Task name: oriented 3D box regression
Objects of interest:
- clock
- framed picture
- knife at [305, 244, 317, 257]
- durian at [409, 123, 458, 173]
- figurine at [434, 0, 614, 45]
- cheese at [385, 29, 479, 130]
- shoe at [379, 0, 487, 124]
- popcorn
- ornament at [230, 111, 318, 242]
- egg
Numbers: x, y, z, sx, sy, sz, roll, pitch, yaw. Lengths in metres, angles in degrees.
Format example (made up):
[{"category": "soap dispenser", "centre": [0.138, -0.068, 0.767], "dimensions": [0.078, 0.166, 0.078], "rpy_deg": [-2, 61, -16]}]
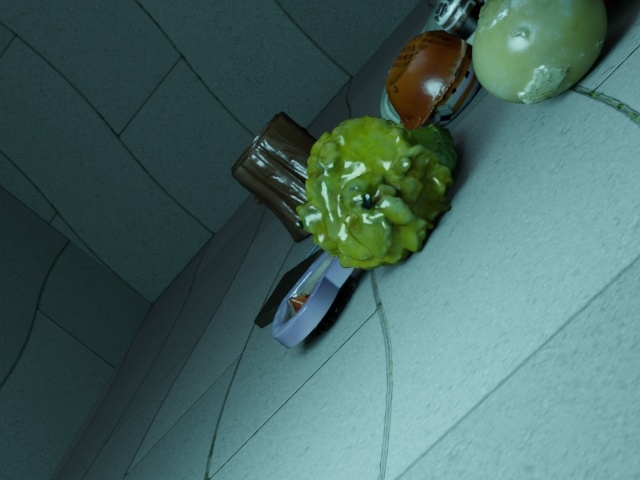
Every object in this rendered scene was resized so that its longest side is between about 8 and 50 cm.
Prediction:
[{"category": "clock", "centre": [-0.005, 0.092, 1.790], "dimensions": [0.198, 0.064, 0.172], "rpy_deg": [-56, 11, -31]}, {"category": "framed picture", "centre": [-0.055, 0.090, 2.174], "dimensions": [0.128, 0.023, 0.168], "rpy_deg": [-57, 11, -31]}, {"category": "knife", "centre": [0.000, 0.000, 2.320], "dimensions": [0.091, 0.005, 0.014], "rpy_deg": [-49, 7, 12]}, {"category": "durian", "centre": [0.147, -0.122, 1.822], "dimensions": [0.139, 0.101, 0.250], "rpy_deg": [-15, 12, 1]}, {"category": "figurine", "centre": [0.340, -0.392, 1.636], "dimensions": [0.320, 0.196, 0.323], "rpy_deg": [-5, -41, -43]}, {"category": "cheese", "centre": [0.180, -0.245, 2.059], "dimensions": [0.329, 0.129, 0.217], "rpy_deg": [-65, 16, -13]}, {"category": "shoe", "centre": [0.232, -0.364, 2.287], "dimensions": [0.363, 0.132, 0.160], "rpy_deg": [-56, 5, -10]}, {"category": "popcorn", "centre": [0.072, -0.065, 1.630], "dimensions": [0.169, 0.189, 0.218], "rpy_deg": [-11, -72, -55]}, {"category": "ornament", "centre": [-0.056, -0.150, 2.515], "dimensions": [0.221, 0.217, 0.235], "rpy_deg": [-55, 8, -26]}, {"category": "egg", "centre": [0.281, -0.265, 1.518], "dimensions": [0.201, 0.164, 0.164], "rpy_deg": [-48, 8, 47]}]
